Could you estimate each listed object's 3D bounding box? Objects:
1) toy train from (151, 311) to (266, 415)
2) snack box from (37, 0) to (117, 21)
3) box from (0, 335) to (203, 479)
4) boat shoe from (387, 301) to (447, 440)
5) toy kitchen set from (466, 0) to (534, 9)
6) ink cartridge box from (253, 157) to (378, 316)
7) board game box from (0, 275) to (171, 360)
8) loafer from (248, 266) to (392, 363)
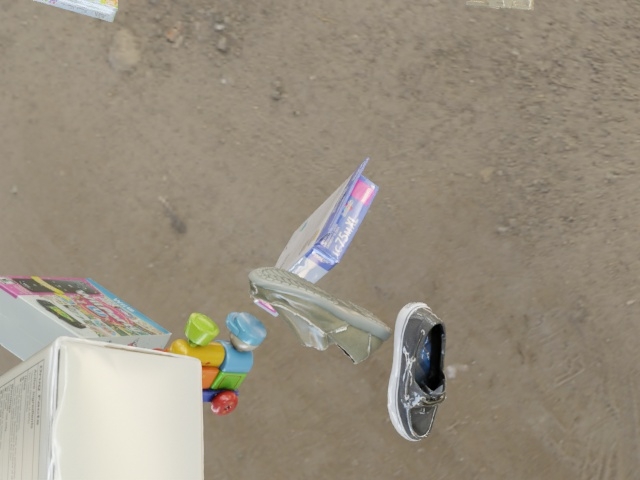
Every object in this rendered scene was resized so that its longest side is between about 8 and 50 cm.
[{"bbox_3d":[-0.198,0.162,1.361,0.143,0.248,0.105,-56,49,21],"label":"toy train"},{"bbox_3d":[-0.421,-0.438,1.657,0.037,0.141,0.100,-53,35,45],"label":"snack box"},{"bbox_3d":[-0.225,0.193,0.784,0.311,0.121,0.148,-28,57,47],"label":"box"},{"bbox_3d":[0.154,0.204,1.420,0.076,0.080,0.228,29,123,52],"label":"boat shoe"},{"bbox_3d":[0.238,-0.325,1.205,0.083,0.075,0.068,13,105,30],"label":"toy kitchen set"},{"bbox_3d":[0.000,0.000,1.694,0.065,0.186,0.311,34,144,-7],"label":"ink cartridge box"},{"bbox_3d":[-0.444,0.155,1.736,0.224,0.303,0.097,30,96,19],"label":"board game box"},{"bbox_3d":[-0.007,0.117,1.400,0.087,0.251,0.094,-60,28,5],"label":"loafer"}]
